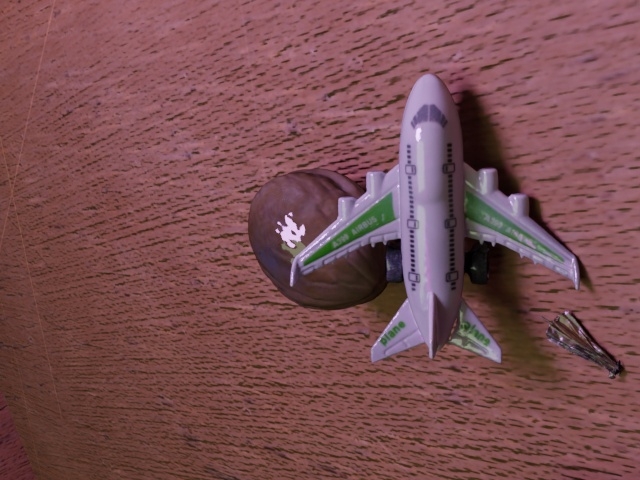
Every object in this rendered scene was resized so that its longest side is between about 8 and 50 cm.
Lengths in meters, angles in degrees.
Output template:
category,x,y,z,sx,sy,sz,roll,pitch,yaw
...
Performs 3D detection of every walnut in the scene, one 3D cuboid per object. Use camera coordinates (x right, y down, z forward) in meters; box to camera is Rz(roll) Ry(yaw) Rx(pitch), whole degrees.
category,x,y,z,sx,sy,sz,roll,pitch,yaw
walnut,0.001,-0.001,0.960,0.162,0.140,0.140,57,144,21

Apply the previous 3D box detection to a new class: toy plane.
category,x,y,z,sx,sy,sz,roll,pitch,yaw
toy plane,0.098,-0.017,0.843,0.251,0.101,0.255,-1,96,11

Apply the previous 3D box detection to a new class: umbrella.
category,x,y,z,sx,sy,sz,roll,pitch,yaw
umbrella,0.227,0.090,0.831,0.083,0.020,0.031,40,99,30
